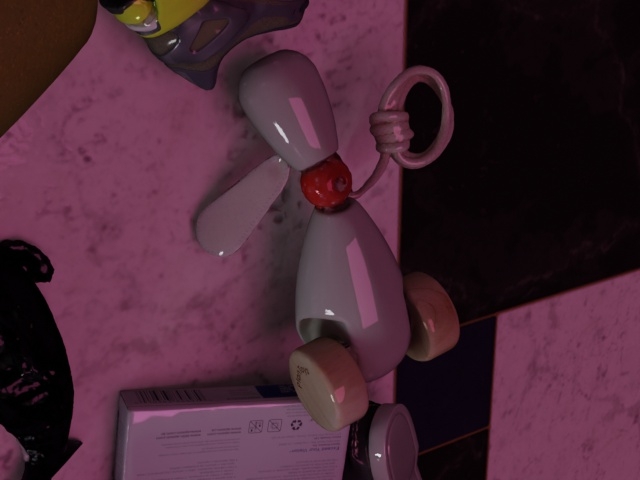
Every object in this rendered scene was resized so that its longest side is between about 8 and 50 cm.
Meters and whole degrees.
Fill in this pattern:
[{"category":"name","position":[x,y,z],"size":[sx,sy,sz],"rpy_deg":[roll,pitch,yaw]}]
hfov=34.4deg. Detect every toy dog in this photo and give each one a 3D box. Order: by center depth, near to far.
[{"category":"toy dog","position":[0.000,0.000,0.951],"size":[0.220,0.161,0.333],"rpy_deg":[-4,94,-32]}]

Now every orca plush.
[{"category":"orca plush","position":[-0.254,0.102,0.803],"size":[0.151,0.102,0.287],"rpy_deg":[-20,118,-29]}]

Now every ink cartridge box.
[{"category":"ink cartridge box","position":[-0.088,0.247,0.987],"size":[0.223,0.045,0.224],"rpy_deg":[1,106,-23]}]

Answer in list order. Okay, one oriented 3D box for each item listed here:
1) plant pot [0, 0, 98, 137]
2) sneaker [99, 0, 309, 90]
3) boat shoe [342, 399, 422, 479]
[{"category":"plant pot","position":[-0.288,-0.126,0.618],"size":[0.293,0.275,0.275],"rpy_deg":[-37,126,-38]},{"category":"sneaker","position":[-0.039,-0.247,0.847],"size":[0.300,0.111,0.121],"rpy_deg":[-42,136,-10]},{"category":"boat shoe","position":[0.063,0.296,1.118],"size":[0.114,0.091,0.302],"rpy_deg":[-45,132,-53]}]
